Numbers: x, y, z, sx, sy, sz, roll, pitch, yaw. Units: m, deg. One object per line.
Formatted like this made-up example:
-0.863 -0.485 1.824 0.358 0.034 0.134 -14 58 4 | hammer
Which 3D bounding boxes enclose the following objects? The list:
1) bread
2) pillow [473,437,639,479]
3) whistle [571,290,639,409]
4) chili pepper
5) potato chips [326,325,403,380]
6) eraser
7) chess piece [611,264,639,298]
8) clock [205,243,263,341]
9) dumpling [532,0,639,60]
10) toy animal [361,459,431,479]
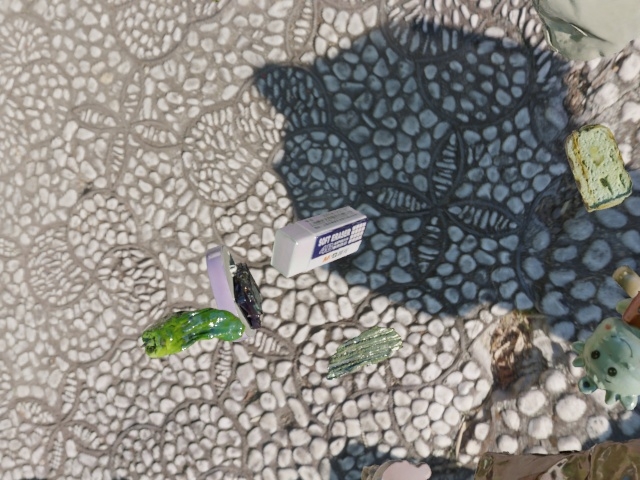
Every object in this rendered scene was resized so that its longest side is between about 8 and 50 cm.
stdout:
0.751 -0.201 1.467 0.128 0.088 0.232 -20 86 32 | bread
0.216 0.218 0.409 0.049 0.135 0.248 45 137 -13 | pillow
0.420 0.109 0.662 0.253 0.106 0.102 -43 80 15 | whistle
-0.110 0.077 0.462 0.034 0.091 0.030 31 119 47 | chili pepper
0.098 0.268 1.317 0.207 0.028 0.092 -22 99 2 | potato chips
0.000 0.000 1.494 0.086 0.287 0.130 37 129 31 | eraser
0.571 0.084 0.987 0.038 0.083 0.084 -41 77 20 | chess piece
-0.150 0.107 1.011 0.064 0.198 0.172 -18 46 1 | clock
0.461 -0.454 0.851 0.260 0.181 0.341 25 122 38 | dumpling
0.131 0.484 1.027 0.124 0.212 0.124 6 58 -9 | toy animal
